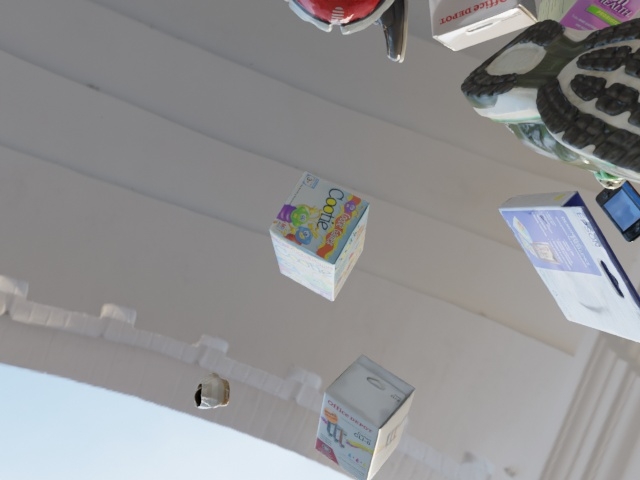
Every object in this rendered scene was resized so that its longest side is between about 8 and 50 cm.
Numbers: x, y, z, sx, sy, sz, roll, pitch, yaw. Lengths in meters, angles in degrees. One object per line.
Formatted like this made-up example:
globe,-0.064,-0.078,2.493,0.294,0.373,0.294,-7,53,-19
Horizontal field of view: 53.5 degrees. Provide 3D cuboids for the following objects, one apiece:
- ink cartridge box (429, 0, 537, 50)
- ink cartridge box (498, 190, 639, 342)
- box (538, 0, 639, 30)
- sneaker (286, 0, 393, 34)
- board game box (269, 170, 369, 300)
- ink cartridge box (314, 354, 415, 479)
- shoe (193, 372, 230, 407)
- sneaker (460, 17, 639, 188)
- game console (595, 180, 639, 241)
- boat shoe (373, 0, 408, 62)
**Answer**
ink cartridge box,0.340,-0.578,1.369,0.114,0.198,0.273,6,-102,-52
ink cartridge box,0.502,0.045,1.204,0.072,0.307,0.304,-35,-81,-9
box,0.587,-0.523,1.368,0.117,0.243,0.214,25,-127,-6
sneaker,0.036,-0.283,0.430,0.107,0.118,0.279,18,-95,2
board game box,0.000,0.000,1.299,0.142,0.275,0.144,28,-107,10
ink cartridge box,0.082,0.337,1.204,0.127,0.128,0.176,-35,-36,-43
shoe,-0.250,0.331,1.396,0.058,0.219,0.077,0,-103,-21
sneaker,0.315,-0.126,0.683,0.158,0.410,0.182,-44,-66,10
game console,0.699,-0.083,1.467,0.085,0.144,0.124,-3,-36,-34
boat shoe,0.130,-0.529,1.284,0.095,0.112,0.335,-1,-56,2
